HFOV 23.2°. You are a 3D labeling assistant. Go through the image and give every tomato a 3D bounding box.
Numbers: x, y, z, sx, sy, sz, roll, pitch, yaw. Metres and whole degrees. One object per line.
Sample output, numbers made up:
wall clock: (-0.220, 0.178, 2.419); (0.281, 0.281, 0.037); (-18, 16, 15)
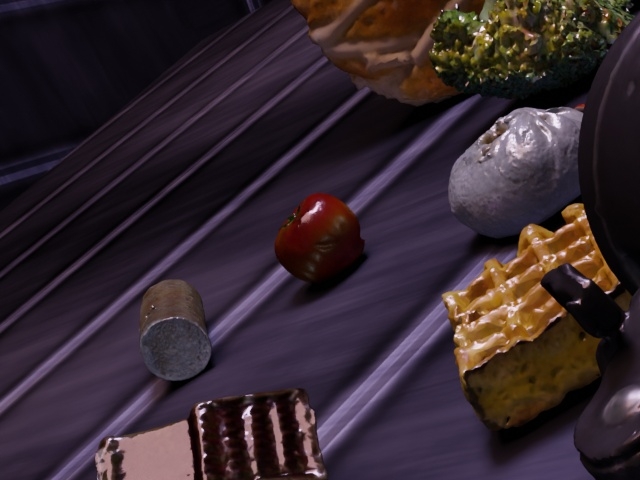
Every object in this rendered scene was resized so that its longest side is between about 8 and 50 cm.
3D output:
tomato: (0.000, 0.000, 1.470); (0.087, 0.075, 0.087); (-47, 11, 12)

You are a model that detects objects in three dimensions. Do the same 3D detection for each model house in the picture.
model house: (-0.064, 0.173, 1.015); (0.152, 0.106, 0.165); (-20, 52, 10)

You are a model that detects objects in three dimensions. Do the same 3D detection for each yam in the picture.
yam: (-0.144, 0.084, 1.518); (0.068, 0.068, 0.169); (-34, 13, 0)

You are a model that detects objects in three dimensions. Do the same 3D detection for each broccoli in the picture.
broccoli: (0.202, -0.240, 1.577); (0.220, 0.194, 0.194); (-29, 14, -3)

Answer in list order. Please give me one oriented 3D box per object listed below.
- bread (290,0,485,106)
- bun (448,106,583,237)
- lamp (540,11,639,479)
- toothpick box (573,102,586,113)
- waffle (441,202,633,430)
bread: (0.158, -0.390, 1.809); (0.390, 0.371, 0.279); (-25, 17, 29)
bun: (0.166, -0.066, 1.290); (0.141, 0.083, 0.141); (-33, 11, 7)
lamp: (0.259, -0.045, 0.738); (0.374, 0.205, 0.272); (-42, 16, 12)
toothpick box: (0.259, -0.117, 1.329); (0.083, 0.047, 0.047); (-38, 14, -19)
waffle: (0.157, 0.035, 1.025); (0.160, 0.055, 0.211); (-31, 15, 7)
